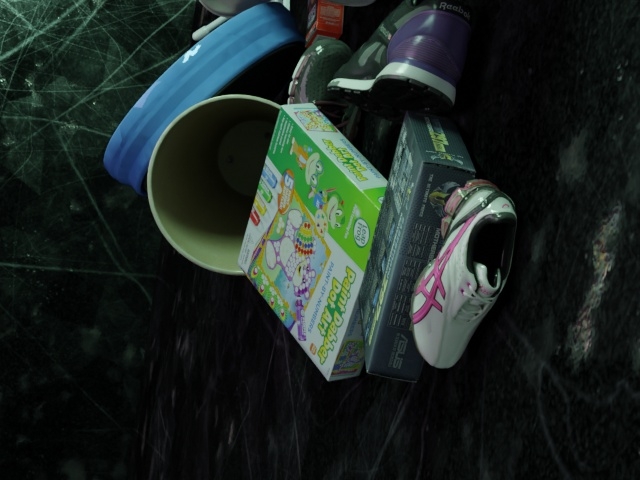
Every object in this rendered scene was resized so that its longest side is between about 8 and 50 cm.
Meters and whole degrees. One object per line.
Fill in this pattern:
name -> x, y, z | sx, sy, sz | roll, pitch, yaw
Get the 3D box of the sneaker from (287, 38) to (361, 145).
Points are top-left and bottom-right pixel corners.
sneaker -> 0.024, -0.112, 1.605 | 0.162, 0.106, 0.281 | -137, 50, -60

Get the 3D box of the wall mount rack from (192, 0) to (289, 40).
wall mount rack -> -0.147, -0.443, 2.315 | 0.350, 0.130, 0.304 | -98, 22, -49

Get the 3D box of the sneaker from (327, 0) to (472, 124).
sneaker -> 0.100, -0.207, 1.378 | 0.124, 0.107, 0.283 | -68, 18, -5

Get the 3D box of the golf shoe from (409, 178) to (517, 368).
golf shoe -> 0.132, 0.040, 1.135 | 0.086, 0.067, 0.186 | -120, 41, -65

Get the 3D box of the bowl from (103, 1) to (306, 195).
bowl -> -0.178, -0.218, 1.981 | 0.391, 0.077, 0.391 | -42, -6, -5

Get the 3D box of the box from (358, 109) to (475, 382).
box -> 0.094, 0.002, 1.266 | 0.183, 0.059, 0.233 | -91, 13, -69

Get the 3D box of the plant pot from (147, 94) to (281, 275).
plant pot -> -0.108, -0.103, 1.849 | 0.274, 0.256, 0.257 | -75, -4, -78

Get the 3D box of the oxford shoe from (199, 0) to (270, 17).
oxford shoe -> -0.065, -0.453, 1.782 | 0.449, 0.169, 0.130 | -32, 30, 47

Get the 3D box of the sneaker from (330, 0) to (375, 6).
sneaker -> 0.046, -0.403, 1.642 | 0.295, 0.104, 0.147 | -176, 95, -69

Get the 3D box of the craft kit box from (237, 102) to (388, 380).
craft kit box -> 0.000, 0.000, 1.511 | 0.246, 0.061, 0.250 | 46, 132, 39

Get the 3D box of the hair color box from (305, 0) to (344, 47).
hair color box -> 0.009, -0.366, 1.860 | 0.072, 0.043, 0.141 | 135, 141, -68
